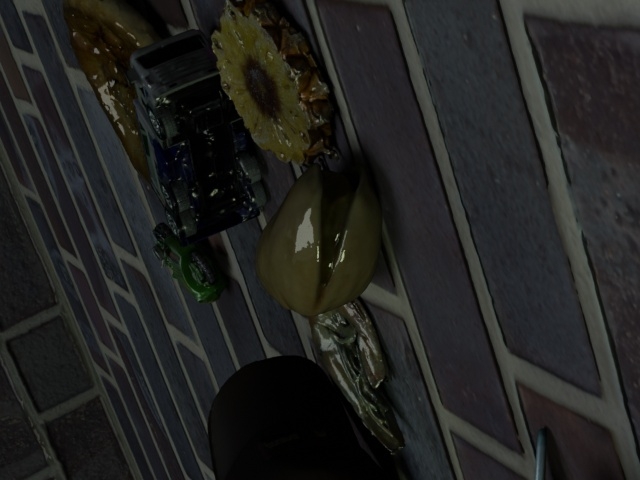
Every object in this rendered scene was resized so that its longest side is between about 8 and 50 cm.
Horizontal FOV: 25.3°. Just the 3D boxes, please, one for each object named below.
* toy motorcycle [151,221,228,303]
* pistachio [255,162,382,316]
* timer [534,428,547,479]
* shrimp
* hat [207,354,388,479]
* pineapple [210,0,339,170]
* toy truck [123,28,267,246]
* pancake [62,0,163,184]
[{"bbox_3d":[-0.191,0.037,2.113,0.190,0.074,0.106,33,153,56],"label":"toy motorcycle"},{"bbox_3d":[0.000,0.000,1.478,0.136,0.135,0.226,56,154,21],"label":"pistachio"},{"bbox_3d":[0.219,0.329,1.338,0.175,0.175,0.255,48,126,39],"label":"timer"},{"bbox_3d":[0.047,0.140,1.656,0.223,0.047,0.126,62,151,10],"label":"shrimp"},{"bbox_3d":[-0.008,0.303,1.733,0.209,0.238,0.336,158,96,-73],"label":"hat"},{"bbox_3d":[-0.048,-0.161,1.501,0.221,0.047,0.221,50,157,31],"label":"pineapple"},{"bbox_3d":[-0.157,-0.131,1.708,0.155,0.124,0.268,56,162,35],"label":"toy truck"},{"bbox_3d":[-0.256,-0.202,1.966,0.356,0.065,0.356,52,161,25],"label":"pancake"}]
